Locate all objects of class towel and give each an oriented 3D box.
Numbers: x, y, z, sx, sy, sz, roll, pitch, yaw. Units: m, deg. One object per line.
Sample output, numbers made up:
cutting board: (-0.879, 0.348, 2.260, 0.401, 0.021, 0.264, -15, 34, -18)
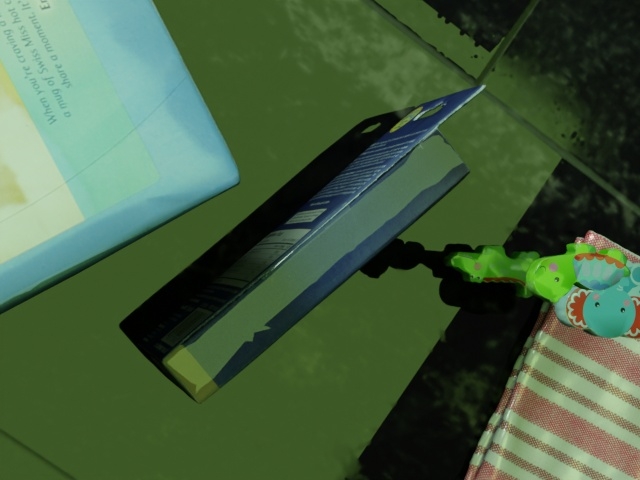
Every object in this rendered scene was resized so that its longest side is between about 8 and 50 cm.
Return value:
towel: (0.183, 0.110, 0.912, 0.144, 0.029, 0.197, 27, 85, -11)

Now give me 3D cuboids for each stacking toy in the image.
stacking toy: (0.193, 0.041, 0.817, 0.221, 0.167, 0.052, 11, 88, -10)

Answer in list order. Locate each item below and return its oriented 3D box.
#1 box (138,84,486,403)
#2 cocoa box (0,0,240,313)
box: (0.000, 0.000, 0.814, 0.225, 0.136, 0.036, -42, 98, -9)
cocoa box: (-0.226, -0.125, 0.716, 0.231, 0.228, 0.347, -28, 96, -11)
